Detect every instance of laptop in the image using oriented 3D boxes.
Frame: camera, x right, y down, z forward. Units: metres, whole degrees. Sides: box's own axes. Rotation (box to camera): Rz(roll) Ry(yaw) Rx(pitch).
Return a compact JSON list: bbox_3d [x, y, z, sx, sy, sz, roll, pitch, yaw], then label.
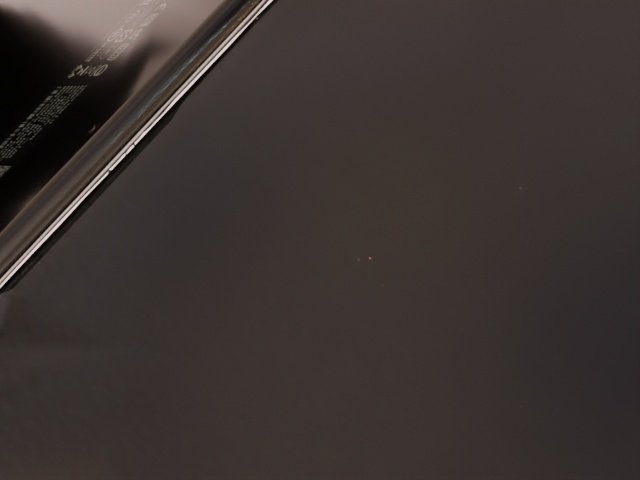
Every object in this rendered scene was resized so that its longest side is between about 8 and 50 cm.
[{"bbox_3d":[0.000,0.000,0.707,0.236,0.382,0.408,52,-23,-25],"label":"laptop"}]
